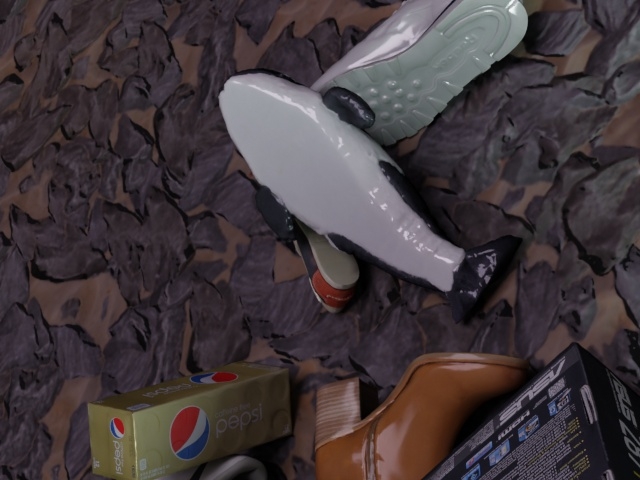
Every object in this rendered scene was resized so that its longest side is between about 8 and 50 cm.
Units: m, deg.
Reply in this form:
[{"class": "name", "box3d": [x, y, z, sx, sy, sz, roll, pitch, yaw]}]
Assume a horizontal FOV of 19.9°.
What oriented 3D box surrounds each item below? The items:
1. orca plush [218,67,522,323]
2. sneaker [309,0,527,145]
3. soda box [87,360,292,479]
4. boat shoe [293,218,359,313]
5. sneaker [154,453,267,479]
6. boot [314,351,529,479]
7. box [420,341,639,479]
[{"class": "orca plush", "box3d": [0.048, -0.057, 1.542, 0.287, 0.102, 0.151, 26, 119, 24]}, {"class": "sneaker", "box3d": [0.079, -0.164, 1.589, 0.235, 0.090, 0.095, -31, 38, 24]}, {"class": "soda box", "box3d": [-0.105, 0.149, 1.518, 0.058, 0.181, 0.061, 6, 102, 43]}, {"class": "boat shoe", "box3d": [0.000, 0.000, 1.596, 0.043, 0.049, 0.137, 106, 152, -48]}, {"class": "sneaker", "box3d": [-0.107, 0.321, 1.480, 0.146, 0.122, 0.330, -16, 59, 35]}, {"class": "boot", "box3d": [0.085, 0.173, 1.431, 0.197, 0.073, 0.152, -19, 66, 32]}, {"class": "box", "box3d": [0.079, 0.284, 1.251, 0.395, 0.097, 0.318, -44, 13, 16]}]
